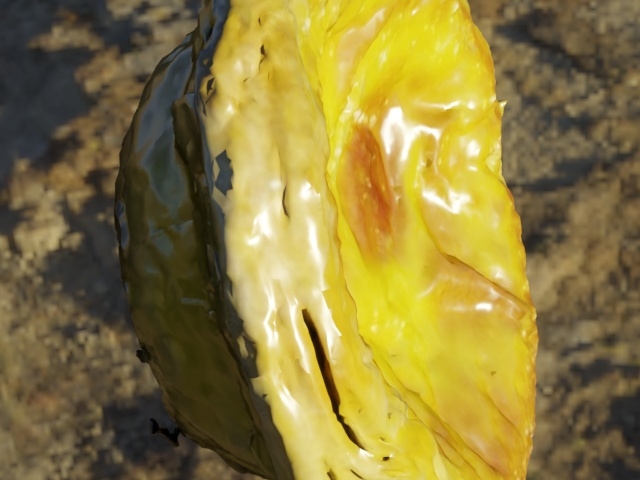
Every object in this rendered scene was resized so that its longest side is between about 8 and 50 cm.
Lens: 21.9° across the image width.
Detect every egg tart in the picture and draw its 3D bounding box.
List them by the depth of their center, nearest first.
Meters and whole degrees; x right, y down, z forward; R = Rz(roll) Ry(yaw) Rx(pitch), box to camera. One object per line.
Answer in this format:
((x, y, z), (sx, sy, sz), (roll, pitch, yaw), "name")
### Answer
((0.000, 0.000, 0.651), (0.116, 0.295, 0.295), (-8, 28, 24), "egg tart")
